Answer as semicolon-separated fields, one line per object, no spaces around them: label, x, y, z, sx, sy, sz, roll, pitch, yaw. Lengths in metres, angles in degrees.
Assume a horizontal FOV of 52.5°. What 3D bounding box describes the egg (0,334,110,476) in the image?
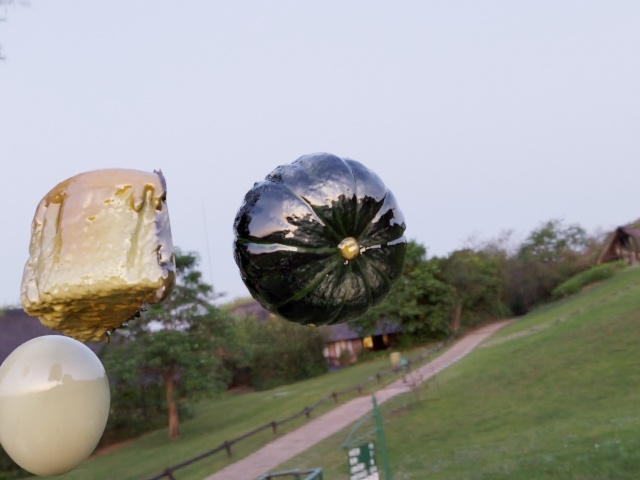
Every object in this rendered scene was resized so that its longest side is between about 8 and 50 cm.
egg;-0.458;0.285;1.108;0.188;0.254;0.188;4;15;-1

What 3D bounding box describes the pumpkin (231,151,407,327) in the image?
pumpkin;0.000;0.000;0.802;0.220;0.220;0.162;-4;10;-27

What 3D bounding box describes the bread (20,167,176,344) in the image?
bread;-0.290;0.009;0.840;0.162;0.204;0.262;16;-34;-31
